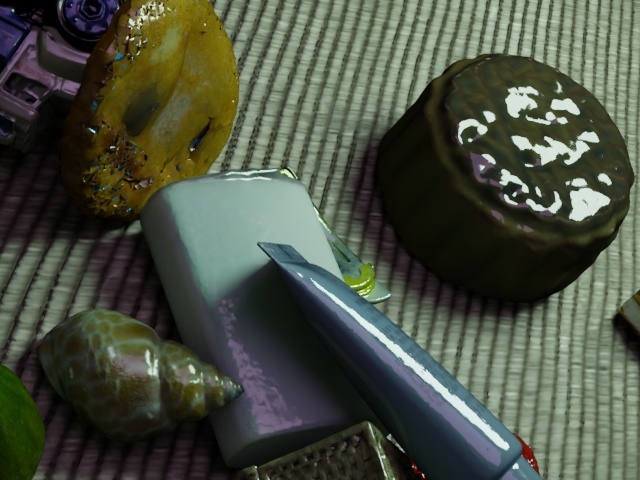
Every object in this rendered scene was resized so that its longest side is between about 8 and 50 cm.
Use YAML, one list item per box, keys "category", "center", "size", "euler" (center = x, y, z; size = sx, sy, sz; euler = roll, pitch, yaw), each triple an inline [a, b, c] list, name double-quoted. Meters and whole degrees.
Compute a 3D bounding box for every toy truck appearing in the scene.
- category: "toy truck"
  center: [-0.303, -0.181, 1.377]
  size: [0.213, 0.161, 0.177]
  euler: [28, 62, -2]

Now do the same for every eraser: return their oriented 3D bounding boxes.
- category: "eraser"
  center: [-0.052, 0.072, 1.368]
  size: [0.189, 0.104, 0.290]
  euler: [1, 56, -40]

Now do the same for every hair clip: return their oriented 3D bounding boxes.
- category: "hair clip"
  center: [0.000, 0.000, 1.506]
  size: [0.060, 0.033, 0.188]
  euler: [-27, 76, -41]

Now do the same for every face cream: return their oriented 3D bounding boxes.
- category: "face cream"
  center: [0.085, 0.142, 1.266]
  size: [0.385, 0.086, 0.135]
  euler: [47, 7, 9]

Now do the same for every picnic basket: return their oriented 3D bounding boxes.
- category: "picnic basket"
  center: [0.020, 0.286, 1.209]
  size: [0.134, 0.154, 0.196]
  euler: [46, 22, -60]

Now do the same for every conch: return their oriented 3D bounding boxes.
- category: "conch"
  center: [-0.178, 0.120, 1.255]
  size: [0.173, 0.106, 0.116]
  euler: [45, 25, 25]

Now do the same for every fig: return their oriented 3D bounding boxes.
- category: "fig"
  center: [-0.280, 0.146, 1.128]
  size: [0.123, 0.156, 0.123]
  euler: [16, 45, -16]

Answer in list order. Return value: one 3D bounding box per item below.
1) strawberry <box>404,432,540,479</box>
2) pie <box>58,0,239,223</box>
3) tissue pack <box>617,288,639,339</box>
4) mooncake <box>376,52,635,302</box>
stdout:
- category: "strawberry"
  center: [0.160, 0.254, 1.357]
  size: [0.190, 0.111, 0.236]
  euler: [45, 44, 8]
- category: "pie"
  center: [-0.168, -0.133, 1.356]
  size: [0.069, 0.273, 0.273]
  euler: [23, 39, 25]
- category: "tissue pack"
  center: [0.492, 0.128, 1.682]
  size: [0.183, 0.092, 0.226]
  euler: [-23, 69, -41]
- category: "mooncake"
  center: [0.221, -0.076, 1.613]
  size: [0.290, 0.161, 0.290]
  euler: [14, 52, -18]
